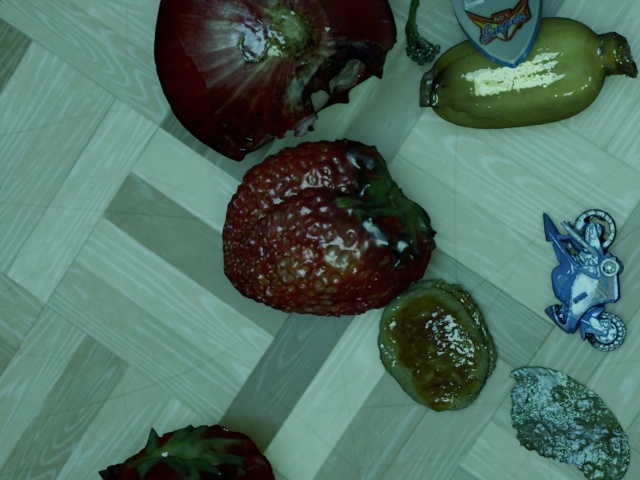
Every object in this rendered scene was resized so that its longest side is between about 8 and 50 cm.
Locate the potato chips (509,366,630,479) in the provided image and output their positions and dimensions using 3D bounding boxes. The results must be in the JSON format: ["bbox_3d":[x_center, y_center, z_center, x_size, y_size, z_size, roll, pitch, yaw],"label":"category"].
[{"bbox_3d":[0.349,0.267,1.861,0.142,0.026,0.209,-30,83,12],"label":"potato chips"}]

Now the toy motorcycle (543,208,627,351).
[{"bbox_3d":[0.371,0.057,1.838,0.114,0.076,0.205,-6,87,18],"label":"toy motorcycle"}]

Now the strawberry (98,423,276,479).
[{"bbox_3d":[-0.193,0.425,1.851,0.292,0.292,0.309,12,110,11],"label":"strawberry"}]

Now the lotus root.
[{"bbox_3d":[0.287,-0.233,1.824,0.303,0.131,0.146,-11,102,11],"label":"lotus root"}]

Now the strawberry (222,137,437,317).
[{"bbox_3d":[0.000,0.000,1.836,0.288,0.238,0.250,-31,53,17],"label":"strawberry"}]

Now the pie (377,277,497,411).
[{"bbox_3d":[0.167,0.154,1.874,0.163,0.079,0.193,-32,83,13],"label":"pie"}]

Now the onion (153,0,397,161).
[{"bbox_3d":[-0.076,-0.284,1.804,0.341,0.341,0.341,0,89,11],"label":"onion"}]

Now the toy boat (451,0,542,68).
[{"bbox_3d":[0.241,-0.354,1.792,0.129,0.088,0.295,-15,57,11],"label":"toy boat"}]

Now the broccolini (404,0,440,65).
[{"bbox_3d":[0.146,-0.350,1.902,0.052,0.054,0.194,1,87,30],"label":"broccolini"}]
